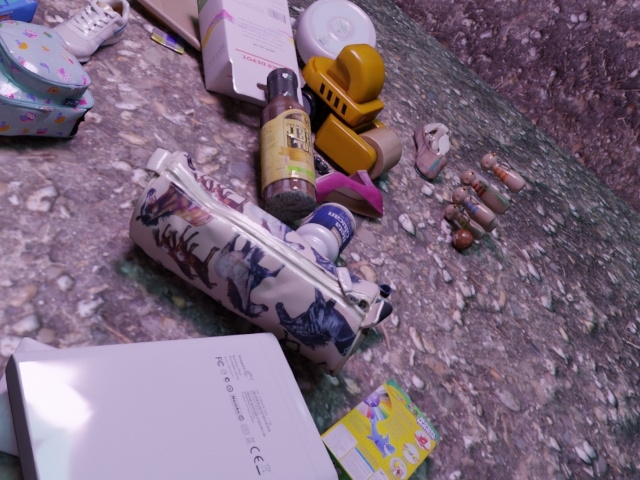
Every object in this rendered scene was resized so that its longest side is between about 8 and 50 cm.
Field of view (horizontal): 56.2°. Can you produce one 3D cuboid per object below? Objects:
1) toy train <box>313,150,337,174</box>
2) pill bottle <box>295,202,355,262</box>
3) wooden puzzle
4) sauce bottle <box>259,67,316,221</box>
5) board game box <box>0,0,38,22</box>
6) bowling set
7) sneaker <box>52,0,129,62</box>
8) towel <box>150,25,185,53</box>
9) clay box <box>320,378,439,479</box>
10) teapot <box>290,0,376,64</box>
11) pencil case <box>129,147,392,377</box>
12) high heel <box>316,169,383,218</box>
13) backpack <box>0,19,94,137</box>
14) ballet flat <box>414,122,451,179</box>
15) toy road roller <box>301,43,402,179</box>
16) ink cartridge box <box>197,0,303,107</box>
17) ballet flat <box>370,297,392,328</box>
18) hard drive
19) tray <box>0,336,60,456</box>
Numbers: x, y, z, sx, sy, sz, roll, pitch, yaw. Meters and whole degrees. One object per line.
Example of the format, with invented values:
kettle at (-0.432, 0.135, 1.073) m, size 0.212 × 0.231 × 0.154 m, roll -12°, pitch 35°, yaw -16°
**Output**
toy train at (0.001, -0.182, 1.423) m, size 0.158 × 0.027 × 0.036 m, roll 45°, pitch 30°, yaw 6°
pill bottle at (0.000, 0.000, 1.145) m, size 0.094 × 0.094 × 0.169 m, roll 40°, pitch 33°, yaw 0°
wooden puzzle at (-0.342, -0.560, 1.516) m, size 0.221 × 0.044 × 0.239 m, roll 39°, pitch 28°, yaw -1°
sauce bottle at (-0.073, -0.210, 1.240) m, size 0.111 × 0.111 × 0.345 m, roll 15°, pitch 56°, yaw -34°
board game box at (-0.637, -0.434, 1.059) m, size 0.160 × 0.047 × 0.210 m, roll 37°, pitch 33°, yaw -6°
bowling set at (0.390, -0.090, 1.579) m, size 0.200 × 0.287 × 0.154 m, roll -39°, pitch 72°, yaw -23°
sneaker at (-0.458, -0.427, 1.190) m, size 0.087 × 0.092 × 0.229 m, roll 35°, pitch 34°, yaw -12°
towel at (-0.360, -0.473, 1.418) m, size 0.083 × 0.009 × 0.060 m, roll 24°, pitch 36°, yaw -23°
clay box at (0.086, 0.308, 0.907) m, size 0.127 × 0.053 × 0.222 m, roll 50°, pitch 33°, yaw 15°
teapot at (0.037, -0.574, 1.792) m, size 0.252 × 0.187 × 0.256 m, roll 6°, pitch 70°, yaw -16°
pencil case at (-0.098, 0.030, 0.912) m, size 0.410 × 0.184 × 0.160 m, roll 34°, pitch 45°, yaw 0°
high heel at (0.049, -0.086, 1.332) m, size 0.244 × 0.082 × 0.117 m, roll -14°, pitch 77°, yaw -52°
backpack at (-0.466, -0.247, 0.927) m, size 0.188 × 0.144 × 0.166 m, roll -21°, pitch 72°, yaw -50°
ballet flat at (0.352, -0.295, 1.836) m, size 0.107 × 0.106 × 0.316 m, roll 30°, pitch 34°, yaw -15°
toy road roller at (0.090, -0.335, 1.496) m, size 0.329 × 0.241 × 0.202 m, roll 45°, pitch 33°, yaw 7°
ink cartridge box at (-0.170, -0.448, 1.430) m, size 0.207 × 0.119 × 0.354 m, roll 9°, pitch 63°, yaw -39°
ballet flat at (0.045, 0.133, 1.058) m, size 0.203 × 0.074 × 0.074 m, roll 13°, pitch 41°, yaw -26°
hard drive at (-0.160, 0.226, 0.708) m, size 0.353 × 0.047 × 0.233 m, roll 4°, pitch 48°, yaw -44°
tray at (-0.243, 0.212, 0.712) m, size 0.270 × 0.030 × 0.145 m, roll 27°, pitch 36°, yaw -19°
